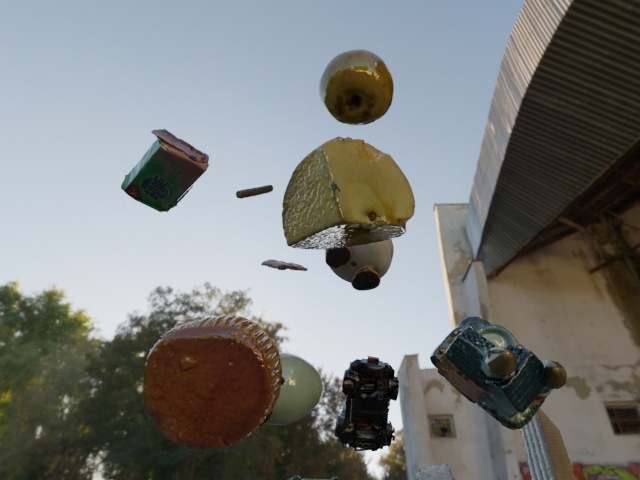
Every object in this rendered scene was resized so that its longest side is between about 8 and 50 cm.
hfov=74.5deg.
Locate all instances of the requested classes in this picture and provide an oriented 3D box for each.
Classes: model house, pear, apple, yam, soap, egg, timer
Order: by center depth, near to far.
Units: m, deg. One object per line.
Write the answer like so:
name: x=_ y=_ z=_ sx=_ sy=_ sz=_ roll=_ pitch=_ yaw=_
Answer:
model house: x=0.394 y=0.264 z=0.914 sx=0.184 sy=0.253 sz=0.291 roll=-43 pitch=-24 yaw=-11
egg: x=-0.087 y=0.322 z=0.920 sx=0.192 sy=0.149 sz=0.149 roll=11 pitch=-38 yaw=-23
apple: x=0.084 y=-0.092 z=1.076 sx=0.309 sy=0.252 sz=0.314 roll=-4 pitch=-60 yaw=-46
pear: x=0.102 y=-0.425 z=1.172 sx=0.209 sy=0.209 sz=0.209 roll=-1 pitch=-36 yaw=0
soap: x=-0.496 y=-0.219 z=1.339 sx=0.218 sy=0.098 sz=0.273 roll=32 pitch=-50 yaw=-33
yam: x=-0.214 y=-0.161 z=1.385 sx=0.145 sy=0.032 sz=0.032 roll=-21 pitch=-14 yaw=-47
timer: x=0.137 y=0.025 z=1.428 sx=0.233 sy=0.240 sz=0.233 roll=10 pitch=-54 yaw=14

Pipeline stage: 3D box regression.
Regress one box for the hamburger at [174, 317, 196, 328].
hamburger: x=-0.296 y=0.358 z=1.145 sx=0.186 sy=0.261 sz=0.303 roll=-11 pitch=-77 yaw=11

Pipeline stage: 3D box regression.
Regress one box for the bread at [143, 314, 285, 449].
bread: x=-0.158 y=0.205 z=0.617 sx=0.199 sy=0.199 sz=0.104 roll=-5 pitch=-7 yaw=5

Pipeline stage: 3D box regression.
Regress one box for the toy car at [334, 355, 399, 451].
toy car: x=0.156 y=0.533 z=1.378 sx=0.193 sy=0.301 sz=0.118 roll=8 pitch=-1 yaw=4

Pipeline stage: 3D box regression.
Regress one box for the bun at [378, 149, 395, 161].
bun: x=0.227 y=-0.264 z=1.754 sx=0.187 sy=0.293 sz=0.293 roll=-32 pitch=-19 yaw=-36

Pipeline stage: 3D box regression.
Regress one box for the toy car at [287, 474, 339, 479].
toy car: x=-0.003 y=0.772 z=1.268 sx=0.224 sy=0.090 sz=0.076 roll=16 pitch=-84 yaw=-23

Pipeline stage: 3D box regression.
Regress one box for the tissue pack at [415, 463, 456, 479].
tissue pack: x=0.382 y=0.866 z=1.194 sx=0.125 sy=0.344 sz=0.242 roll=-16 pitch=7 yaw=2

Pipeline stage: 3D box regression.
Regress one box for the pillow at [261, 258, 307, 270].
pillow: x=-0.178 y=0.129 z=2.125 sx=0.126 sy=0.043 sz=0.232 roll=15 pitch=3 yaw=40

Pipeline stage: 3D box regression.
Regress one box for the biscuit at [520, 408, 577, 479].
biscuit: x=0.665 y=0.651 z=1.213 sx=0.144 sy=0.426 sz=0.078 roll=46 pitch=-67 yaw=1
